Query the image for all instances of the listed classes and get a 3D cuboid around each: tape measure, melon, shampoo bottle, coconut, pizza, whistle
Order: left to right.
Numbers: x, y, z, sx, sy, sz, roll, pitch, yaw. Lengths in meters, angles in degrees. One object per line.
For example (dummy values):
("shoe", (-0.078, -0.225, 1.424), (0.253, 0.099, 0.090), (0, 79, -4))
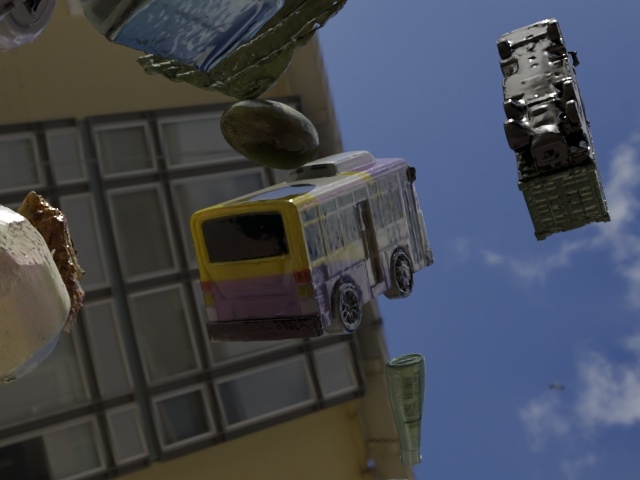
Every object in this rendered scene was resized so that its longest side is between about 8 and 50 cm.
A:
("coconut", (-0.421, 0.055, 1.278), (0.224, 0.224, 0.234), (21, -50, 48))
("tape measure", (-0.421, -0.355, 1.409), (0.120, 0.236, 0.197), (15, -21, 12))
("pizza", (-0.459, 0.034, 1.764), (0.058, 0.127, 0.246), (125, -39, -76))
("whistle", (-0.118, -0.223, 0.855), (0.163, 0.289, 0.164), (0, -89, 16))
("melon", (-0.078, -0.164, 1.623), (0.099, 0.162, 0.099), (-35, -134, 47))
("shampoo bottle", (0.146, 0.281, 1.747), (0.041, 0.069, 0.191), (28, -51, 57))

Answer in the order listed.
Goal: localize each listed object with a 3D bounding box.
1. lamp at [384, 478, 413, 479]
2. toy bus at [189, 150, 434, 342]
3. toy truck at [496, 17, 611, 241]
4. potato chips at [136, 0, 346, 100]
("lamp", (0.031, 0.402, 1.327), (0.182, 0.313, 0.182), (-10, 90, -88))
("toy bus", (0.000, 0.000, 1.716), (0.209, 0.440, 0.249), (-6, -81, 31))
("toy truck", (0.247, -0.133, 1.147), (0.088, 0.259, 0.121), (-15, -54, 17))
("potato chips", (-0.137, -0.403, 1.750), (0.373, 0.097, 0.389), (24, -104, 43))
